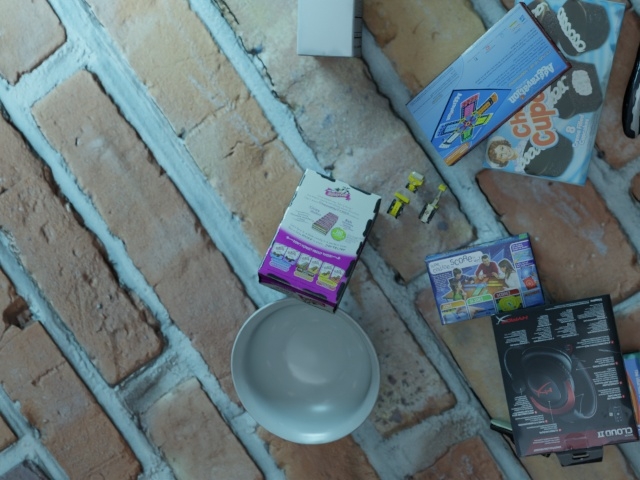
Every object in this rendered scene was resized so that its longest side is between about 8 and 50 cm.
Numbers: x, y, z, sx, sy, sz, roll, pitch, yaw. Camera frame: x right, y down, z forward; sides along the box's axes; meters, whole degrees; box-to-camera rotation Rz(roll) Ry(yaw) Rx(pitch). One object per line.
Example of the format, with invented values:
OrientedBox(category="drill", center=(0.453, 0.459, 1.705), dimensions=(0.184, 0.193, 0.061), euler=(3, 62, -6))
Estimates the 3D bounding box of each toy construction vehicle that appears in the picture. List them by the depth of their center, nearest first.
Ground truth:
OrientedBox(category="toy construction vehicle", center=(0.185, -0.077, 1.767), dimensions=(0.085, 0.035, 0.098), euler=(29, 105, 16))

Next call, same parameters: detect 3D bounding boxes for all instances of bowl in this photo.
OrientedBox(category="bowl", center=(-0.017, 0.238, 1.828), dimensions=(0.297, 0.134, 0.298), euler=(3, 103, 12))

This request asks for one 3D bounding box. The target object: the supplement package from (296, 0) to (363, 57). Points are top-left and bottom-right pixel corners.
OrientedBox(category="supplement package", center=(0.020, -0.424, 1.680), dimensions=(0.105, 0.105, 0.179), euler=(5, 103, 10))

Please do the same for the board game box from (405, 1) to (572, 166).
OrientedBox(category="board game box", center=(0.292, -0.272, 1.646), dimensions=(0.281, 0.027, 0.145), euler=(-40, 75, 31))

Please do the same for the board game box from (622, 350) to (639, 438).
OrientedBox(category="board game box", center=(0.510, 0.302, 1.753), dimensions=(0.210, 0.047, 0.160), euler=(-11, 84, 14))

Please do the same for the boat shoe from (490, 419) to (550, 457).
OrientedBox(category="boat shoe", center=(0.393, 0.387, 1.817), dimensions=(0.133, 0.049, 0.042), euler=(20, 98, 3))

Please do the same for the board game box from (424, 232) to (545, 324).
OrientedBox(category="board game box", center=(0.313, 0.074, 1.769), dimensions=(0.201, 0.035, 0.136), euler=(-13, 100, 15))

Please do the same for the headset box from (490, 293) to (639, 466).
OrientedBox(category="headset box", center=(0.446, 0.261, 1.689), dimensions=(0.218, 0.110, 0.293), euler=(-12, 81, 15))

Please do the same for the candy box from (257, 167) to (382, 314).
OrientedBox(category="candy box", center=(0.000, 0.000, 1.738), dimensions=(0.159, 0.071, 0.233), euler=(22, 69, 7))

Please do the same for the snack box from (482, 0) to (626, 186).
OrientedBox(category="snack box", center=(0.412, -0.272, 1.653), dimensions=(0.187, 0.060, 0.322), euler=(11, 105, 11))

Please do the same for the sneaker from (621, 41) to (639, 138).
OrientedBox(category="sneaker", center=(0.590, -0.285, 1.599), dimensions=(0.097, 0.084, 0.235), euler=(14, 105, 8))
